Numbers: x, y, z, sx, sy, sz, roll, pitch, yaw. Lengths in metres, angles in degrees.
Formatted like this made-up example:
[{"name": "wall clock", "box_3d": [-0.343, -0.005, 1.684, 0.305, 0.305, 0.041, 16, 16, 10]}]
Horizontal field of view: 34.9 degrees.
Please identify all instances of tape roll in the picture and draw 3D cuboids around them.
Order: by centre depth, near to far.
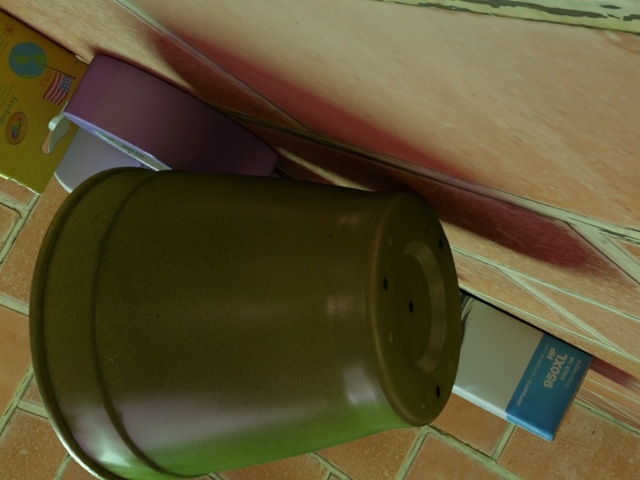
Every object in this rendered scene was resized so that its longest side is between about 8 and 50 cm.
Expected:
[{"name": "tape roll", "box_3d": [-0.194, -0.135, 1.335, 0.275, 0.090, 0.275, 29, 177, 2]}]

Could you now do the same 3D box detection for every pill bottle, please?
[{"name": "pill bottle", "box_3d": [-0.334, -0.137, 1.602, 0.161, 0.161, 0.283, 29, -179, -5]}]

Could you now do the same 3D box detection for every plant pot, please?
[{"name": "plant pot", "box_3d": [-0.051, 0.082, 1.088, 0.353, 0.366, 0.366, -5, 159, 28]}]

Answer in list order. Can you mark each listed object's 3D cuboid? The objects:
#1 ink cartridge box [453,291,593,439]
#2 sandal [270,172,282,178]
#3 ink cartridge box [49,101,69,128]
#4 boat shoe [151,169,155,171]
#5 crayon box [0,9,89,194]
[{"name": "ink cartridge box", "box_3d": [0.282, 0.206, 1.876, 0.395, 0.166, 0.285, 26, 175, 16]}, {"name": "sandal", "box_3d": [-0.162, -0.109, 1.539, 0.265, 0.076, 0.102, 28, 177, 4]}, {"name": "ink cartridge box", "box_3d": [-0.442, -0.230, 1.825, 0.160, 0.092, 0.219, 25, 175, 37]}, {"name": "boat shoe", "box_3d": [-0.203, -0.076, 1.658, 0.094, 0.109, 0.302, 36, -166, 5]}, {"name": "crayon box", "box_3d": [-0.481, -0.222, 1.390, 0.319, 0.202, 0.081, 31, 176, -29]}]
